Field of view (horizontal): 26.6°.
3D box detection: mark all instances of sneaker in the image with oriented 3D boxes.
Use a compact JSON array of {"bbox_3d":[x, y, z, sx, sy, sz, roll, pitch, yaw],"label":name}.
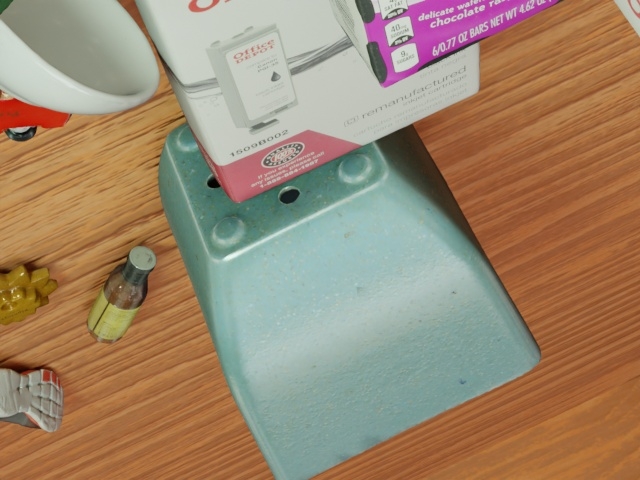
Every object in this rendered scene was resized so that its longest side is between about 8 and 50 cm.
[{"bbox_3d":[-0.312,0.156,1.356,0.065,0.061,0.158,-3,162,18],"label":"sneaker"}]

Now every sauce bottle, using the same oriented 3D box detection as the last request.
[{"bbox_3d":[-0.182,0.050,1.254,0.042,0.042,0.128,-9,154,-33],"label":"sauce bottle"}]

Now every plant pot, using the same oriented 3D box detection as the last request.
[{"bbox_3d":[0.000,0.000,1.104,0.248,0.247,0.252,-26,140,2],"label":"plant pot"}]

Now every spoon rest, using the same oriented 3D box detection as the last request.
[{"bbox_3d":[-0.202,-0.142,0.738,0.276,0.137,0.084,14,129,-39],"label":"spoon rest"}]

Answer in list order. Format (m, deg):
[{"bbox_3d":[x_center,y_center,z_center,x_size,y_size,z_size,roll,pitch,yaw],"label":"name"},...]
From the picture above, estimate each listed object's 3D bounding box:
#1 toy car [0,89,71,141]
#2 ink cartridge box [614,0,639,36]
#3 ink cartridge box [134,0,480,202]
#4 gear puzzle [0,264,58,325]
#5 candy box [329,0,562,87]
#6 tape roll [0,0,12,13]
[{"bbox_3d":[-0.296,-0.093,0.795,0.239,0.053,0.225,-20,156,16],"label":"toy car"},{"bbox_3d":[0.192,-0.271,0.714,0.131,0.226,0.306,-25,156,-4],"label":"ink cartridge box"},{"bbox_3d":[-0.012,-0.164,0.870,0.207,0.117,0.283,-25,157,-3],"label":"ink cartridge box"},{"bbox_3d":[-0.361,0.059,1.089,0.339,0.044,0.175,2,145,-47],"label":"gear puzzle"},{"bbox_3d":[0.067,-0.202,0.668,0.159,0.071,0.233,-27,143,-4],"label":"candy box"},{"bbox_3d":[-0.082,-0.222,0.469,0.321,0.077,0.321,-57,-172,13],"label":"tape roll"}]
